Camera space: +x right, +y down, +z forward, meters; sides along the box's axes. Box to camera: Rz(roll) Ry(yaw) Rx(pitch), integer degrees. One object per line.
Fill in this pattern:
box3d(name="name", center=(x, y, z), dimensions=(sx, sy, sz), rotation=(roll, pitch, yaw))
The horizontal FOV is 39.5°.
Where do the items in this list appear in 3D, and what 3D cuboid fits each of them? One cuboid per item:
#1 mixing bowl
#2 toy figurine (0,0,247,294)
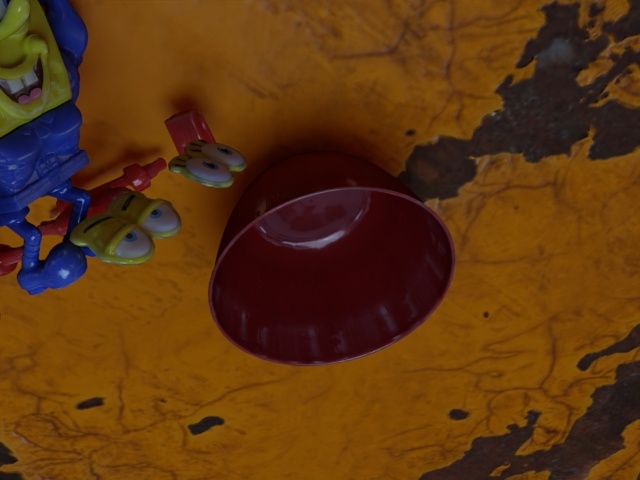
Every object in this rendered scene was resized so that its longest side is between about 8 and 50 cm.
box3d(name="mixing bowl", center=(0.000, 0.000, 0.670), dimensions=(0.181, 0.098, 0.181), rotation=(-8, 135, -9))
box3d(name="toy figurine", center=(-0.213, -0.059, 0.460), dimensions=(0.191, 0.362, 0.217), rotation=(-13, 110, 29))
